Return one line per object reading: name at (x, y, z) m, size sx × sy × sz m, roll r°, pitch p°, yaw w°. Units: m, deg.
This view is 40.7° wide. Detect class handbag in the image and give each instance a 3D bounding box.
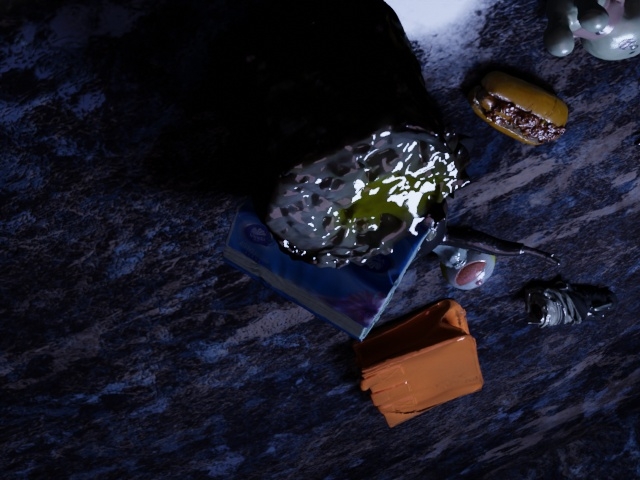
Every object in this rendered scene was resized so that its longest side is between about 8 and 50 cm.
handbag at (0.248, 0.317, 2.173) m, size 0.303 × 0.116 × 0.410 m, roll -22°, pitch 147°, yaw 2°

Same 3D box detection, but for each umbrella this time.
umbrella at (0.661, 0.159, 2.215) m, size 0.357 × 0.113 × 0.106 m, roll 0°, pitch 168°, yaw -41°

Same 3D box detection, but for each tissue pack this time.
tissue pack at (0.011, 0.003, 1.364) m, size 0.198 × 0.263 × 0.146 m, roll -53°, pitch 171°, yaw -44°

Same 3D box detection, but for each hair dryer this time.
hair dryer at (0.284, 0.027, 1.667) m, size 0.359 × 0.120 × 0.304 m, roll 12°, pitch 145°, yaw -2°

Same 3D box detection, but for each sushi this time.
sushi at (0.022, -0.146, 1.175) m, size 0.299 × 0.294 × 0.281 m, roll -38°, pitch 145°, yaw 23°

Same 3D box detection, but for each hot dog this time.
hot dog at (0.352, -0.219, 1.486) m, size 0.249 × 0.076 × 0.102 m, roll 15°, pitch 128°, yaw -44°

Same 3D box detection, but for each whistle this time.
whistle at (0.282, 0.032, 1.782) m, size 0.123 × 0.123 × 0.223 m, roll -39°, pitch 130°, yaw 23°

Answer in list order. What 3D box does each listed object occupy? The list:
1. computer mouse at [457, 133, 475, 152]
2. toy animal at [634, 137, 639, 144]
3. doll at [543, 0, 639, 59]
computer mouse at (0.136, -0.121, 1.480) m, size 0.264 × 0.088 × 0.147 m, roll -36°, pitch 164°, yaw 11°
toy animal at (0.715, -0.257, 1.657) m, size 0.259 × 0.087 × 0.244 m, roll -11°, pitch 144°, yaw -25°
doll at (0.449, -0.349, 1.339) m, size 0.275 × 0.113 × 0.155 m, roll -6°, pitch 153°, yaw -37°
